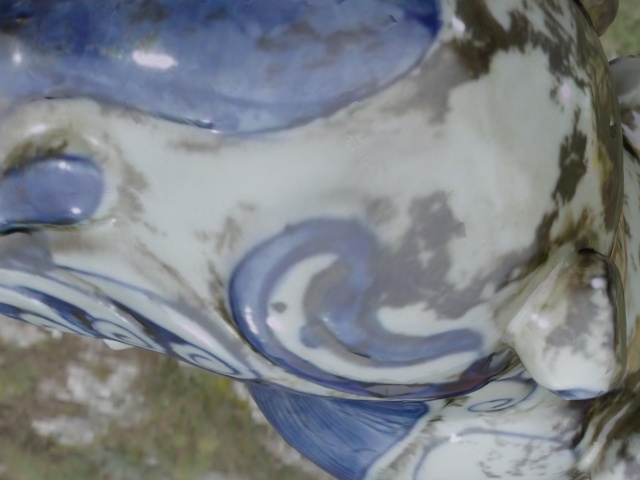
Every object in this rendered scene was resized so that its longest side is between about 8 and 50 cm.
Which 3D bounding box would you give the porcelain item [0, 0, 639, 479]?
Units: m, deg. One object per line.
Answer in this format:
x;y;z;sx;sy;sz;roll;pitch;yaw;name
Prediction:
0.000;0.000;0.466;0.186;0.138;0.288;-4;165;15;porcelain item
